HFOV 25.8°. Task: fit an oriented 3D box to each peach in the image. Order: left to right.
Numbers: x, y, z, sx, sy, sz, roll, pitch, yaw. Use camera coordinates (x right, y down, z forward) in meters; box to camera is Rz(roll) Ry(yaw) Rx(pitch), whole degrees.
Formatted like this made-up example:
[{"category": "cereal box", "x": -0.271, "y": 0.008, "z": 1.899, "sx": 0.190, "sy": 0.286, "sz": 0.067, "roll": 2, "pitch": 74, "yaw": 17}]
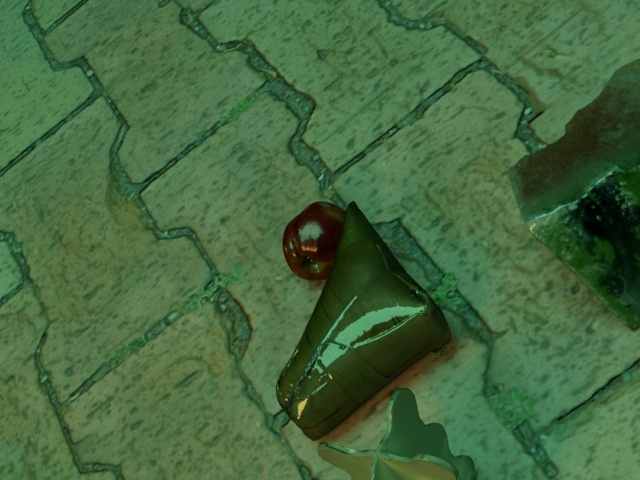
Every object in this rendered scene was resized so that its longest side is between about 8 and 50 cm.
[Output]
[{"category": "peach", "x": -0.001, "y": 0.000, "z": 1.841, "sx": 0.101, "sy": 0.100, "sz": 0.100, "roll": -20, "pitch": 46, "yaw": 22}]

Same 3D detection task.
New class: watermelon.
[{"category": "watermelon", "x": 0.351, "y": -0.076, "z": 1.606, "sx": 0.264, "sy": 0.151, "sz": 0.302, "roll": -40, "pitch": 42, "yaw": 2}]

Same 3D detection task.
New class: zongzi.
[{"category": "zongzi", "x": 0.013, "y": 0.092, "z": 1.726, "sx": 0.228, "sy": 0.115, "sz": 0.256, "roll": -39, "pitch": 52, "yaw": 6}]

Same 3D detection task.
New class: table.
[{"category": "table", "x": 0.102, "y": 0.265, "z": 1.466, "sx": 0.167, "sy": 0.198, "sz": 0.166, "roll": -20, "pitch": 46, "yaw": 22}]
